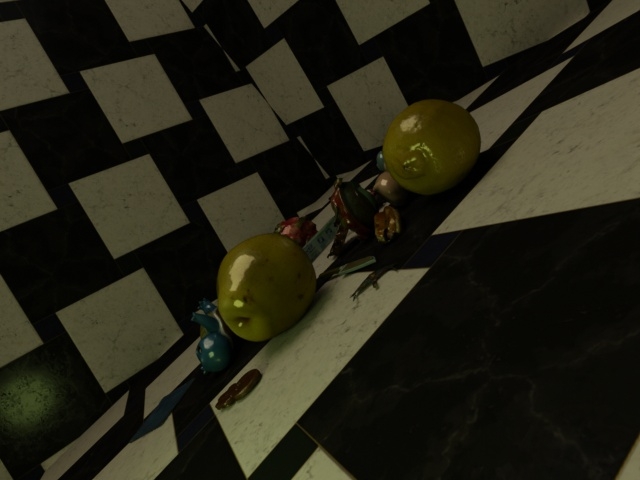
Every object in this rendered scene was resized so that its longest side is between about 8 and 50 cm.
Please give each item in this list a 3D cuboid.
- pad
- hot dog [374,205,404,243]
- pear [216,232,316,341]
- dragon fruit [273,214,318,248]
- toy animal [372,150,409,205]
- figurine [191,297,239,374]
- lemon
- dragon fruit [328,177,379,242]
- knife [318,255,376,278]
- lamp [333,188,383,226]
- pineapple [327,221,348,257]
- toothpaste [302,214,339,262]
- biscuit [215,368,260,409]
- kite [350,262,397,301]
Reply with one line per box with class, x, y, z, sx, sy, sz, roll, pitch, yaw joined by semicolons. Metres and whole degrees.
pad;-0.675;0.725;1.906;0.269;0.012;0.269;-35;11;31
hot dog;0.251;-0.064;1.643;0.109;0.072;0.269;-36;12;17
pear;-0.194;0.160;1.581;0.362;0.362;0.418;-35;17;31
dragon fruit;-0.132;-0.009;2.431;0.231;0.237;0.302;-10;14;30
toy animal;0.335;-0.256;1.837;0.210;0.229;0.221;20;-101;-80
figurine;-0.436;0.402;1.900;0.416;0.242;0.298;-57;-25;-66
lemon;0.386;-0.326;1.546;0.348;0.348;0.348;-40;10;8
dragon fruit;0.147;-0.135;1.841;0.130;0.268;0.295;-48;21;27
knife;0.092;0.107;1.622;0.343;0.027;0.061;-24;16;50
lamp;0.179;-0.134;2.107;0.253;0.118;0.118;-42;10;-9
pineapple;0.084;-0.014;1.946;0.221;0.047;0.221;21;-90;-90
toothpaste;0.000;0.000;2.282;0.336;0.081;0.067;-47;11;-29
biscuit;-0.253;0.465;1.388;0.175;0.026;0.124;-39;9;13
kite;0.161;0.121;1.356;0.182;0.010;0.160;-37;7;6
